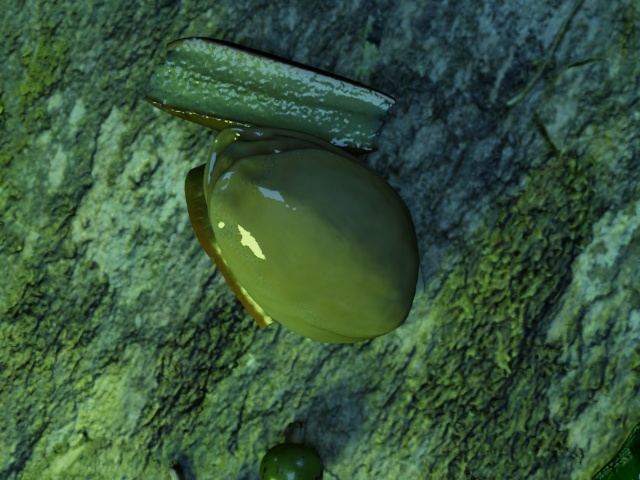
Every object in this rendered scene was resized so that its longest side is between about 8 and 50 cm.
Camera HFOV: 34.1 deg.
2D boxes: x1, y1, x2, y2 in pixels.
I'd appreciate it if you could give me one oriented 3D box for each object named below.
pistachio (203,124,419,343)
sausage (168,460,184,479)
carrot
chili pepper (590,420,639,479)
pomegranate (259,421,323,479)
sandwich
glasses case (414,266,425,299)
[{"bbox_3d":[0.000,0.000,1.065,0.181,0.162,0.293,-40,127,8],"label":"pistachio"},{"bbox_3d":[-0.158,0.305,1.215,0.015,0.015,0.100,-16,94,7],"label":"sausage"},{"bbox_3d":[-0.088,0.003,1.148,0.087,0.087,0.193,-21,96,7],"label":"carrot"},{"bbox_3d":[0.393,0.221,1.126,0.099,0.083,0.253,41,94,10],"label":"chili pepper"},{"bbox_3d":[-0.036,0.251,1.174,0.073,0.073,0.085,-28,75,7],"label":"pomegranate"},{"bbox_3d":[-0.051,-0.150,1.125,0.258,0.096,0.094,17,91,4],"label":"sandwich"},{"bbox_3d":[0.095,0.026,1.162,0.032,0.021,0.083,-12,94,8],"label":"glasses case"}]
